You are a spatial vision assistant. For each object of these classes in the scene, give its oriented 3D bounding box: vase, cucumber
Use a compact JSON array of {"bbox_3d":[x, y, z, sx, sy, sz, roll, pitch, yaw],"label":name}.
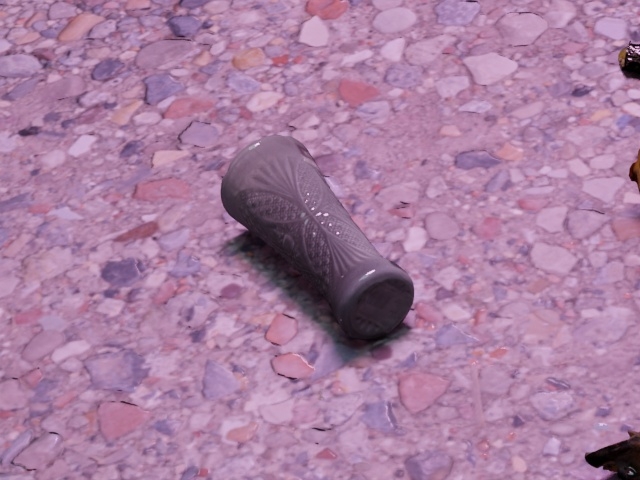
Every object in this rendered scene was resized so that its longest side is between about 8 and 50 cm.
[{"bbox_3d":[0.000,0.000,1.773,0.096,0.096,0.219,-24,43,-17],"label":"vase"},{"bbox_3d":[0.354,-0.171,1.950,0.135,0.033,0.034,16,12,27],"label":"cucumber"}]

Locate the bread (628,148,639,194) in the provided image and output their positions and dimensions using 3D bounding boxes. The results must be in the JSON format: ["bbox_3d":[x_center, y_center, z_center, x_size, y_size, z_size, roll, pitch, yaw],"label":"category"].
[{"bbox_3d":[0.409,-0.041,1.725,0.235,0.099,0.210,-19,36,-2],"label":"bread"}]

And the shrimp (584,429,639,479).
[{"bbox_3d":[0.286,0.092,1.474,0.058,0.253,0.173,14,60,-30],"label":"shrimp"}]
